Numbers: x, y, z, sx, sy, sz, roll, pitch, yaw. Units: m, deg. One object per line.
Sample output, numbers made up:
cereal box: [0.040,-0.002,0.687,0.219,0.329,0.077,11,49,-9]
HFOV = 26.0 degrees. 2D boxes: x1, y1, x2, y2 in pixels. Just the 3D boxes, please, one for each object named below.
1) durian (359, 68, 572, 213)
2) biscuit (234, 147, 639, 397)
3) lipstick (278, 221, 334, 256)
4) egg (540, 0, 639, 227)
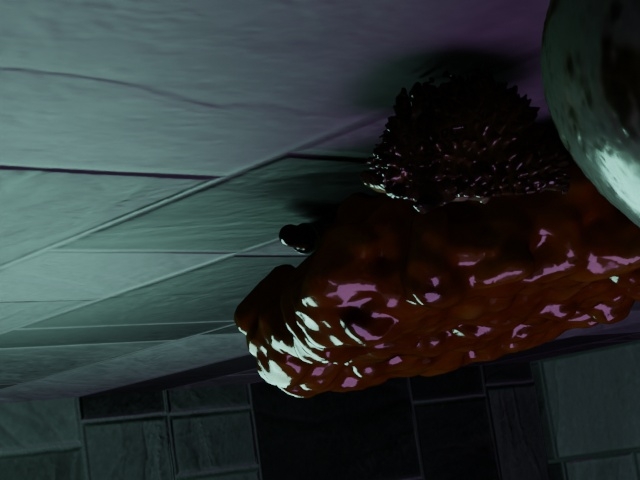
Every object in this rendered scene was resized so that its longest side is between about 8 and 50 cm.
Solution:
durian: [0.065,-0.049,0.691,0.111,0.071,0.140,-5,-172,19]
biscuit: [0.112,0.017,0.953,0.318,0.110,0.312,-9,167,-16]
lipstick: [0.000,0.001,1.051,0.030,0.030,0.129,-12,170,23]
egg: [0.160,-0.061,0.421,0.169,0.169,0.231,-3,-179,-31]
